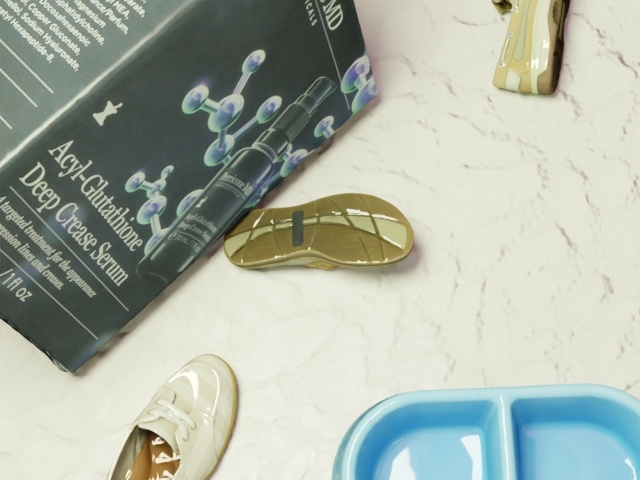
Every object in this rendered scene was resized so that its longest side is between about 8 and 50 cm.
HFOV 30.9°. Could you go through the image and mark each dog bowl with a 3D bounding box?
[{"bbox_3d":[0.153,0.195,0.954,0.297,0.074,0.166,-3,71,6],"label":"dog bowl"}]

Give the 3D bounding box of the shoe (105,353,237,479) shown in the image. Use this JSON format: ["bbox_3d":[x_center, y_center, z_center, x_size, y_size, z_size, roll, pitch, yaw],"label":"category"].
[{"bbox_3d":[-0.137,0.195,0.992,0.077,0.058,0.219,24,75,13],"label":"shoe"}]

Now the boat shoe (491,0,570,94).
[{"bbox_3d":[0.198,-0.231,1.104,0.072,0.068,0.190,6,71,20],"label":"boat shoe"}]

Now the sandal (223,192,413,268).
[{"bbox_3d":[0.000,0.000,1.056,0.180,0.049,0.072,-5,64,20],"label":"sandal"}]

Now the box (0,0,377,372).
[{"bbox_3d":[-0.177,-0.128,0.974,0.395,0.293,0.212,-44,65,-9],"label":"box"}]
